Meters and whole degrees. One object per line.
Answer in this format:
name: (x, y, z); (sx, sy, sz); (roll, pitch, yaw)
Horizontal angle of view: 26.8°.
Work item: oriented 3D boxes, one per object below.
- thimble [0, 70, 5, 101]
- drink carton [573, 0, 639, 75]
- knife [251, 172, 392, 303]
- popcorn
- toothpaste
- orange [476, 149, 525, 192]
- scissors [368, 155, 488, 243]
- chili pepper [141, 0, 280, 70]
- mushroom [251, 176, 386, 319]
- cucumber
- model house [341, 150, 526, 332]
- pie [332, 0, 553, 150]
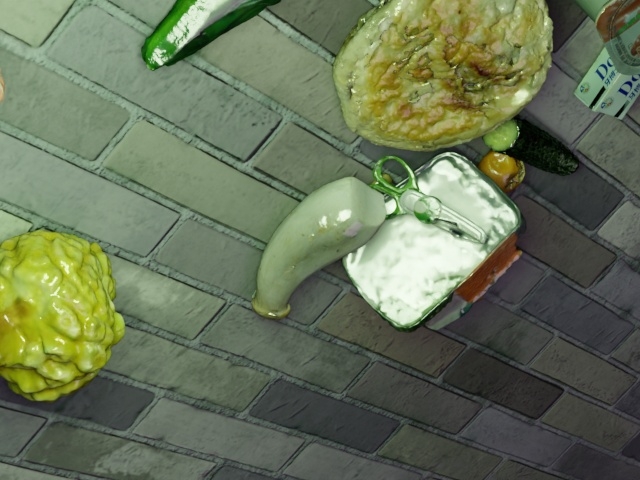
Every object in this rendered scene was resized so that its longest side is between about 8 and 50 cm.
thimble: (-0.459, -0.186, 1.397); (0.162, 0.239, 0.239); (-39, 141, 6)
drink carton: (0.439, -0.369, 1.943); (0.185, 0.189, 0.191); (-42, 142, 4)
knife: (0.001, 0.002, 2.106); (0.298, 0.017, 0.047); (-41, 142, 4)
popcorn: (-0.386, 0.108, 1.773); (0.251, 0.206, 0.237); (-22, 159, 8)
toothpaste: (0.535, -0.349, 2.138); (0.081, 0.067, 0.336); (11, 121, -40)
orange: (0.295, -0.107, 2.193); (0.086, 0.062, 0.086); (-20, 139, -18)
scissors: (0.163, -0.049, 2.047); (0.101, 0.204, 0.027); (-65, 170, 12)
chili pepper: (-0.132, -0.284, 1.689); (0.216, 0.062, 0.108); (-37, 141, 1)
mushroom: (-0.023, 0.012, 2.039); (0.118, 0.103, 0.270); (35, 113, -31)
cucumber: (0.351, -0.150, 2.182); (0.067, 0.067, 0.293); (-51, 151, 16)
model house: (0.196, 0.026, 2.192); (0.271, 0.190, 0.301); (-45, 159, 1)
pie: (0.176, -0.257, 1.907); (0.339, 0.077, 0.339); (-12, 132, -14)
